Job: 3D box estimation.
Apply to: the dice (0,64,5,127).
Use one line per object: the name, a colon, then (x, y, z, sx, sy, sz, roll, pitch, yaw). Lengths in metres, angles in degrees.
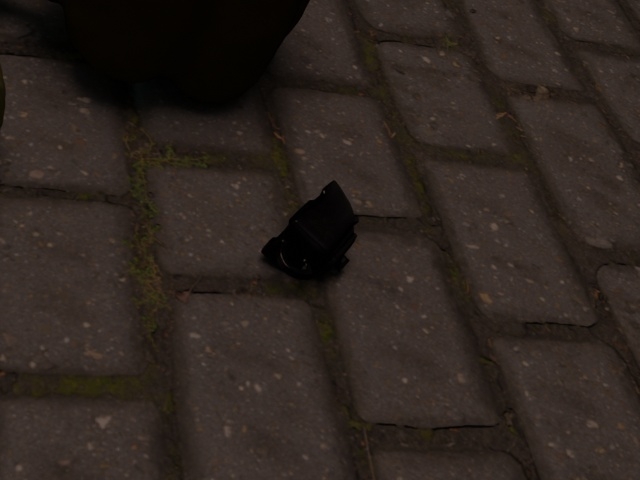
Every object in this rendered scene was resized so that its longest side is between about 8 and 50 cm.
dice: (-0.516, -0.190, 1.458, 0.169, 0.169, 0.166, -25, 56, -41)

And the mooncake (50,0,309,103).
mooncake: (-0.224, -0.442, 1.752, 0.467, 0.262, 0.467, 21, 42, -20)

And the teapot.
teapot: (0.000, 0.000, 1.541, 0.096, 0.087, 0.177, 47, 41, -5)
